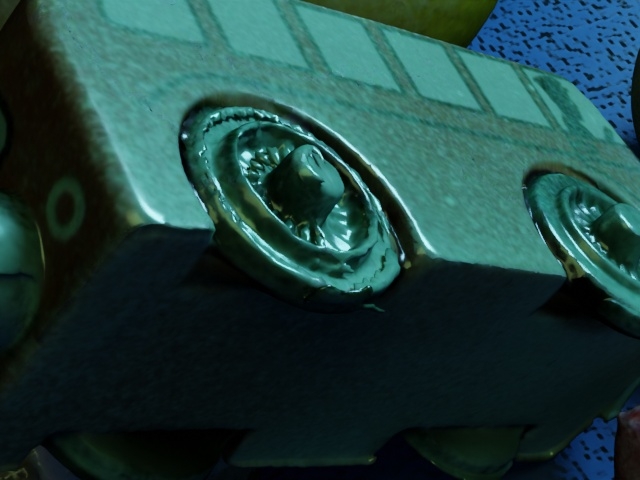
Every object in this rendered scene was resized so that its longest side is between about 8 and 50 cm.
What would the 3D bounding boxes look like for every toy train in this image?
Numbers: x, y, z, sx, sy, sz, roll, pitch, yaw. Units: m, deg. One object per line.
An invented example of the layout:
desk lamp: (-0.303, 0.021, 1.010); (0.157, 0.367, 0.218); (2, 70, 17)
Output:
toy train: (0.000, 0.000, 0.492); (0.326, 0.129, 0.159); (7, 43, -43)

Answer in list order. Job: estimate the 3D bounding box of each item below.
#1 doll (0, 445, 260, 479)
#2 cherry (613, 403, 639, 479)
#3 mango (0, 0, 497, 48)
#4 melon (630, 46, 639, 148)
doll: (-0.127, 0.091, 0.548); (0.221, 0.115, 0.105); (-15, 26, -3)
cherry: (0.211, 0.118, 0.529); (0.225, 0.090, 0.107); (27, 66, 7)
mango: (-0.108, -0.132, 0.623); (0.384, 0.199, 0.221); (7, 62, 7)
melon: (0.187, -0.051, 0.615); (0.098, 0.098, 0.131); (-20, 61, -7)
